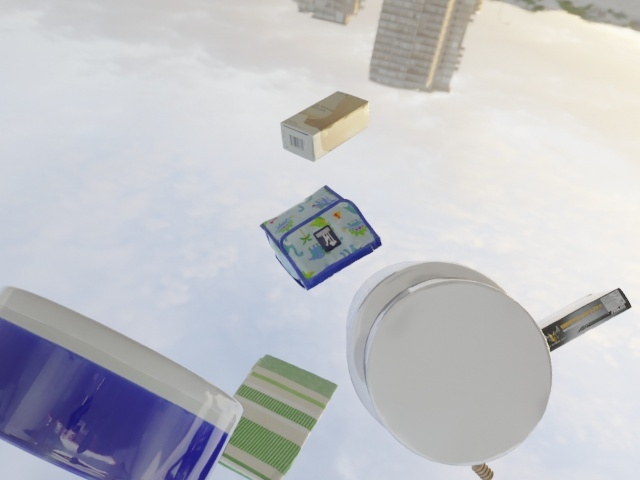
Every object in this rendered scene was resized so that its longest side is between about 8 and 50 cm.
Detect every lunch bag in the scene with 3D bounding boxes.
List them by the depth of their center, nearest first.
[{"bbox_3d":[0.000,0.000,0.766,0.128,0.096,0.151,-32,-141,-10],"label":"lunch bag"}]

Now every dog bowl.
[{"bbox_3d":[-0.215,0.155,0.512,0.264,0.265,0.104,20,-115,13],"label":"dog bowl"}]

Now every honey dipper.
[{"bbox_3d":[0.286,0.422,1.055,0.161,0.030,0.030,46,-142,-5],"label":"honey dipper"}]

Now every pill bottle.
[{"bbox_3d":[0.137,0.129,0.657,0.210,0.210,0.363,13,178,3],"label":"pill bottle"}]

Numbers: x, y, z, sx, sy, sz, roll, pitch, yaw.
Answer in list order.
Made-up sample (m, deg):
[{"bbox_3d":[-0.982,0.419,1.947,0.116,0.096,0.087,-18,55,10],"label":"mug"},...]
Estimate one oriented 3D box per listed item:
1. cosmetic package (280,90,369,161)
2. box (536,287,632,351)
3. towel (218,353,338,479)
[{"bbox_3d":[0.008,-0.153,0.693,0.060,0.041,0.115,27,-130,31],"label":"cosmetic package"},{"bbox_3d":[0.610,0.199,1.283,0.231,0.183,0.056,-29,-102,2],"label":"box"},{"bbox_3d":[-0.135,0.466,1.382,0.247,0.038,0.325,18,-134,22],"label":"towel"}]
